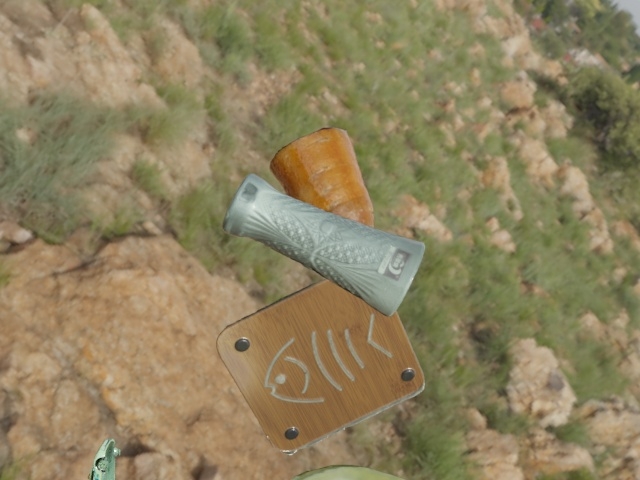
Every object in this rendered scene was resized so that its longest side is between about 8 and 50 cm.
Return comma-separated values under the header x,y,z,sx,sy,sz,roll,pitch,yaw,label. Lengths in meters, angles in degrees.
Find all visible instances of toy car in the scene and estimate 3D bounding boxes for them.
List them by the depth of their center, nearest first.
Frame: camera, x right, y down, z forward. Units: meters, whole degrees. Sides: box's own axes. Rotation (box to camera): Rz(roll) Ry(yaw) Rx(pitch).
x,y,z,sx,sy,sz,roll,pitch,yaw,label
-0.515,0.556,1.974,0.058,0.186,0.093,6,11,7,toy car

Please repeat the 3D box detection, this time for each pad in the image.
x,y,z,sx,sy,sz,roll,pitch,yaw,label
0.006,0.198,1.354,0.018,0.283,0.287,-117,-179,-61,pad

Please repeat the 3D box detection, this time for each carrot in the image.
x,y,z,sx,sy,sz,roll,pitch,yaw,label
0.026,-0.076,1.478,0.159,0.159,0.225,5,51,-57,carrot

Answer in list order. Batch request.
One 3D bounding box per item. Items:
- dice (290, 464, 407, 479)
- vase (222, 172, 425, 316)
x,y,z,sx,sy,sz,roll,pitch,yaw,label
0.027,0.292,0.643,0.169,0.166,0.169,16,32,11,dice
0.000,0.000,0.955,0.219,0.096,0.096,25,26,-3,vase
